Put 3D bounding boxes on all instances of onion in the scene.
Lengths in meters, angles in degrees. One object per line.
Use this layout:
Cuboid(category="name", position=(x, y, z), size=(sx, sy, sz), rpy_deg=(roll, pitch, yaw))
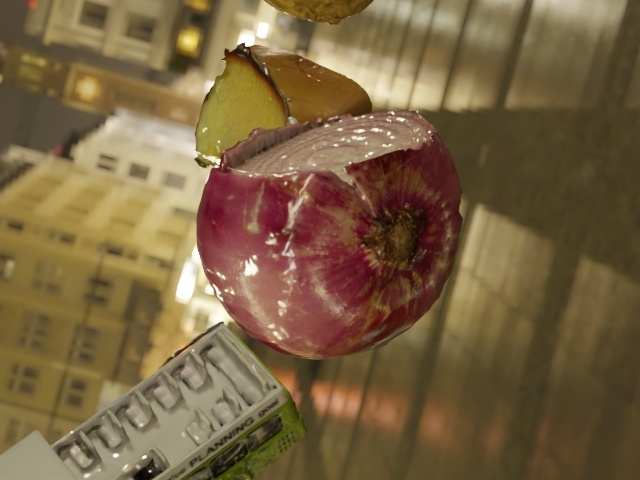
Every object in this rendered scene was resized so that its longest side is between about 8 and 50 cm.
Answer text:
Cuboid(category="onion", position=(0.010, 0.002, 1.321), size=(0.207, 0.201, 0.200), rpy_deg=(-33, -38, -62))

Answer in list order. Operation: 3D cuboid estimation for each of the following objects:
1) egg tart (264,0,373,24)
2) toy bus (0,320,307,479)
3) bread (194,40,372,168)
Cuboid(category="egg tart", position=(-0.035, -0.320, 1.730), size=(0.106, 0.241, 0.241), rpy_deg=(-27, 43, 51))
Cuboid(category="toy bus", position=(-0.162, 0.193, 1.435), size=(0.302, 0.113, 0.139), rpy_deg=(-35, -33, -17))
Cuboid(category="bread", position=(-0.062, -0.110, 1.685), size=(0.169, 0.160, 0.140), rpy_deg=(-24, -42, -63))
